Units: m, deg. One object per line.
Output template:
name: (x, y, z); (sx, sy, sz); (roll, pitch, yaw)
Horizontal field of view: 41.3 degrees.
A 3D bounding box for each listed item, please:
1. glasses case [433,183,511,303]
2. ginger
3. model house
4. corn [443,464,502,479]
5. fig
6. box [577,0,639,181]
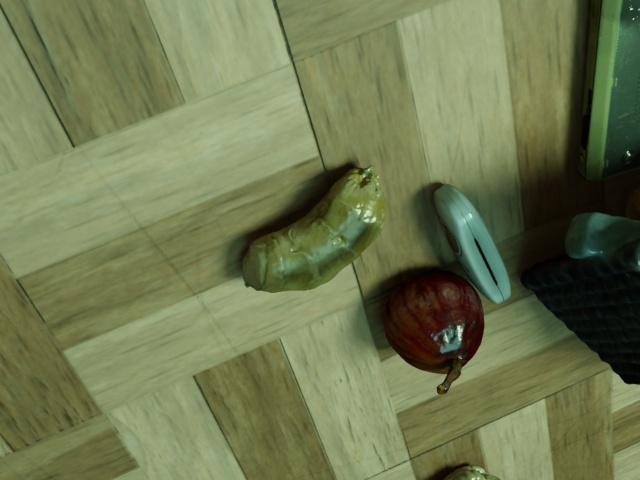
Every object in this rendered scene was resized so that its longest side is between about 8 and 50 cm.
glasses case: (0.178, 0.007, 0.987); (0.045, 0.067, 0.178); (-32, 130, 2)
ginger: (-0.001, -0.002, 0.908); (0.190, 0.069, 0.095); (-41, 107, 10)
model house: (0.409, 0.029, 0.974); (0.339, 0.360, 0.297); (11, 83, -6)
corn: (0.153, 0.471, 1.286); (0.335, 0.127, 0.126); (-43, 129, 15)
fig: (0.137, 0.099, 1.001); (0.128, 0.150, 0.128); (0, 96, -3)
box: (0.387, -0.203, 0.940); (0.210, 0.045, 0.270); (-15, 129, -11)
